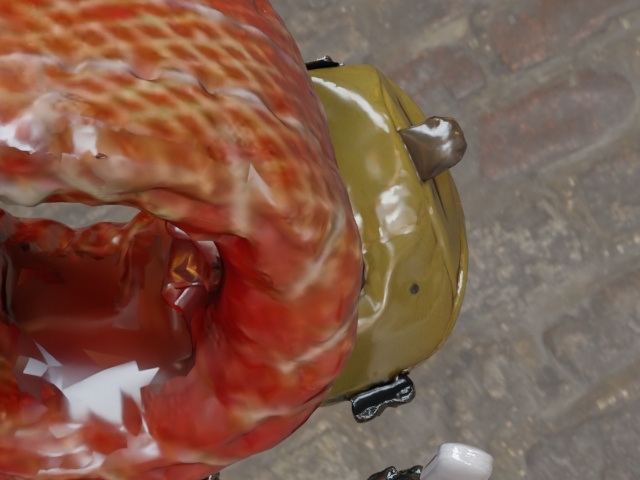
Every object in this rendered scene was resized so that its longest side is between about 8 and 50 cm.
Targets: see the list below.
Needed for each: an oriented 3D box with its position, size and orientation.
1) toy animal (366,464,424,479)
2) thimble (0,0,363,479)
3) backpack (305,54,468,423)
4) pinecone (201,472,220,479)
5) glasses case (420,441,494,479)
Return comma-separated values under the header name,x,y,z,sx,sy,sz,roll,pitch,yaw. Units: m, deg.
name,x,y,z,sx,sy,sz,roll,pitch,yaw
toy animal,0.125,0.371,1.210,0.168,0.106,0.343,-10,92,42
thimble,-0.146,-0.016,0.772,0.350,0.350,0.230,-23,47,13
backpack,0.002,-0.001,1.398,0.354,0.201,0.378,-25,96,0
pinecone,-0.234,0.311,1.524,0.309,0.244,0.244,13,63,-8
glasses case,0.078,0.133,0.758,0.032,0.083,0.021,14,69,1
